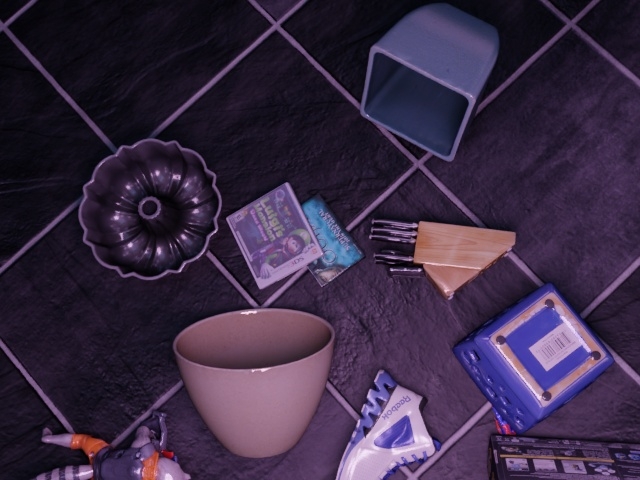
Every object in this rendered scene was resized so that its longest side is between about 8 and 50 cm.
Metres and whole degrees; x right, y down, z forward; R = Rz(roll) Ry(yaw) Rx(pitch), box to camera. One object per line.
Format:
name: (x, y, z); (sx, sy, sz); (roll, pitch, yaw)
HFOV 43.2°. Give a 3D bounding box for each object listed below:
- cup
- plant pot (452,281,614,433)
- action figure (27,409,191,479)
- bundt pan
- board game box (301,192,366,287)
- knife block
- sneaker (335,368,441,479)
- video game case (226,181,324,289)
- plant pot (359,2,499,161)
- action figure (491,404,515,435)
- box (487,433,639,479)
cup: (-0.132, 0.307, 1.684); (0.331, 0.331, 0.236); (0, 105, 6)
plant pot: (0.442, 0.235, 1.655); (0.236, 0.212, 0.236); (-34, 76, -9)
action figure: (-0.439, 0.537, 1.716); (0.331, 0.178, 0.341); (-8, 75, 14)
bundt pan: (-0.377, -0.060, 1.859); (0.331, 0.124, 0.330); (-1, 78, 5)
board game box: (0.000, 0.000, 1.857); (0.126, 0.026, 0.186); (-36, 77, -3)
knife block: (0.258, -0.001, 1.799); (0.276, 0.088, 0.242); (-37, 78, -2)
sneaker: (0.150, 0.447, 1.696); (0.182, 0.127, 0.315); (20, 79, 12)
video game case: (-0.105, -0.011, 1.850); (0.173, 0.022, 0.190); (-29, 78, 13)
plant pot: (0.265, -0.382, 1.811); (0.247, 0.247, 0.252); (29, 64, 11)
action figure: (0.393, 0.387, 1.736); (0.038, 0.030, 0.115); (-17, 79, -3)
box: (0.534, 0.493, 1.551); (0.395, 0.318, 0.097); (3, 104, 5)
